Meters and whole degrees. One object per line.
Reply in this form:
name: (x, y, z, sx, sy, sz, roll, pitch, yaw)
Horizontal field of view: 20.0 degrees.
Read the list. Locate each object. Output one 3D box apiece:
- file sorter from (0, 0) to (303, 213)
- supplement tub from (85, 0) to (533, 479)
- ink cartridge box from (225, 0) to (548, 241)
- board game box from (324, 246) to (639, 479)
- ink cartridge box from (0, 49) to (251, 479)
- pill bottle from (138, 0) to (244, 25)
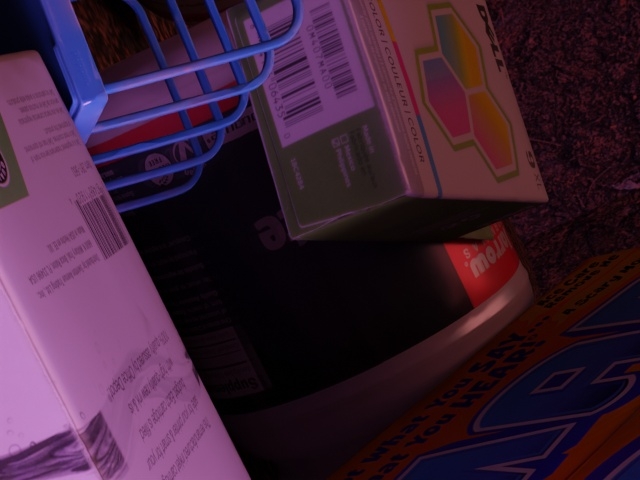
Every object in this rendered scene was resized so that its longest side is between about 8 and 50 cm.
file sorter: (-0.090, -0.086, 0.761, 0.118, 0.104, 0.170, 68, -25, 12)
supplement tub: (0.000, 0.000, 0.996, 0.272, 0.191, 0.191, 64, 10, -8)
ink cartridge box: (0.048, -0.059, 0.851, 0.209, 0.062, 0.109, 1, 70, -60)
board game box: (0.224, 0.209, 0.773, 0.356, 0.356, 0.356, -35, 103, -40)
ink cartridge box: (-0.102, 0.055, 0.600, 0.219, 0.093, 0.160, 64, 9, -4)
pill bottle: (-0.111, -0.262, 1.142, 0.160, 0.160, 0.283, 69, 11, 24)
